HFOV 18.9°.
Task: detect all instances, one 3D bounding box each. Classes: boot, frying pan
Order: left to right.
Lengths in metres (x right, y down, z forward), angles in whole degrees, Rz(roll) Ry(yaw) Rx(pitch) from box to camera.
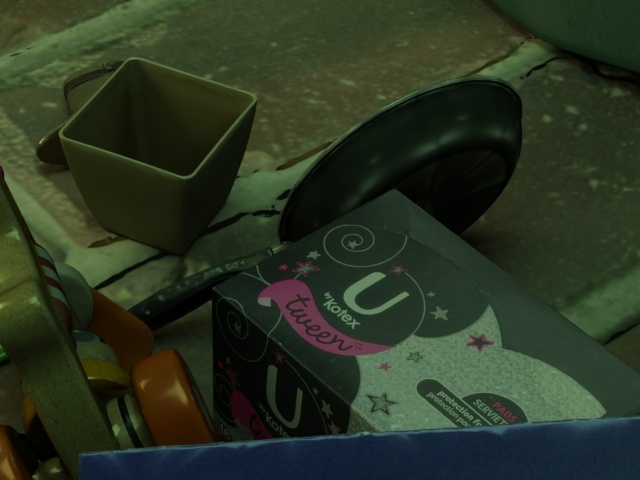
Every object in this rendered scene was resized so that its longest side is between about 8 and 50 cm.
[{"bbox_3d":[-0.183,-0.104,1.514,0.118,0.042,0.087,-18,40,-23],"label":"boot"},{"bbox_3d":[0.007,-0.017,1.314,0.326,0.197,0.053,-22,63,-23],"label":"frying pan"}]

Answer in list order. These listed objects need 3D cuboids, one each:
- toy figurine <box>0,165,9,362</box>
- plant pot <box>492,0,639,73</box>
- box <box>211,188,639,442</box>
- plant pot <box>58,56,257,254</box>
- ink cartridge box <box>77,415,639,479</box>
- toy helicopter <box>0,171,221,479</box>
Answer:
[{"bbox_3d":[-0.273,-0.005,1.307,0.173,0.159,0.130,-14,44,-16],"label":"toy figurine"},{"bbox_3d":[0.246,-0.304,1.610,0.252,0.247,0.248,14,40,37],"label":"plant pot"},{"bbox_3d":[0.066,0.108,1.209,0.163,0.142,0.247,-29,50,-30],"label":"box"},{"bbox_3d":[-0.117,-0.055,1.416,0.109,0.096,0.109,18,45,18],"label":"plant pot"},{"bbox_3d":[0.033,0.250,0.948,0.304,0.307,0.072,-4,0,1],"label":"ink cartridge box"},{"bbox_3d":[-0.186,0.012,1.190,0.140,0.355,0.235,-25,9,0],"label":"toy helicopter"}]
